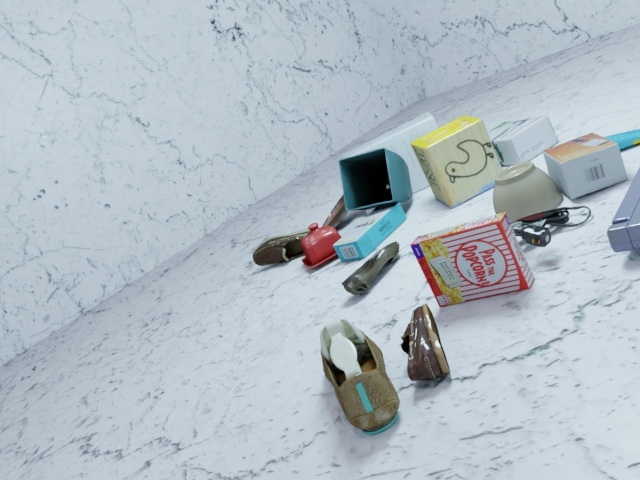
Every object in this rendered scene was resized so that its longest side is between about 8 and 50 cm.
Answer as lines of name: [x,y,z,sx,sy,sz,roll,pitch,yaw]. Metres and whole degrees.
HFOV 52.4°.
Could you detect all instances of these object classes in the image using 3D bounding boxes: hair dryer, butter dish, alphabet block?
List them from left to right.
butter dish: [0.000,0.000,2.014,0.159,0.118,0.160,-30,14,-6]
alphabet block: [0.405,-0.237,1.932,0.192,0.197,0.193,-28,14,0]
hair dryer: [0.413,-0.007,1.411,0.223,0.080,0.293,-19,10,-42]

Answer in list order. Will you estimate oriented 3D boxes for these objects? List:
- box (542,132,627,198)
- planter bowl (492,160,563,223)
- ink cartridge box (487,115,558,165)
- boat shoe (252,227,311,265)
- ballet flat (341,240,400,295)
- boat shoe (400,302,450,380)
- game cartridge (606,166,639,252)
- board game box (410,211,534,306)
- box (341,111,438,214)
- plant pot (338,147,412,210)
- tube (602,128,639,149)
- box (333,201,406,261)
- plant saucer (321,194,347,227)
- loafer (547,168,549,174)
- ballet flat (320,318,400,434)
box: [0.614,-0.178,1.523,0.130,0.091,0.170,-20,15,9]
planter bowl: [0.480,-0.121,1.555,0.162,0.109,0.162,-27,14,7]
ink cartridge box: [0.600,-0.307,2.031,0.160,0.093,0.219,-32,14,-16]
boat shoe: [-0.122,0.029,2.202,0.257,0.095,0.095,-23,20,17]
ballet flat: [0.138,0.072,1.648,0.084,0.058,0.250,-45,-6,40]
boat shoe: [0.175,0.175,1.141,0.073,0.073,0.207,-23,14,11]
game cartridge: [0.672,-0.097,1.161,0.230,0.068,0.355,-9,23,42]
board game box: [0.291,0.040,1.256,0.193,0.147,0.045,-18,16,36]
box: [0.272,-0.272,2.279,0.345,0.215,0.168,-25,14,10]
plant pot: [0.195,-0.187,2.082,0.165,0.166,0.234,-11,-4,30]
tube: [0.746,-0.248,1.647,0.206,0.052,0.080,-16,22,22]
box: [0.150,-0.027,1.943,0.100,0.060,0.244,-12,21,46]
plant saucer: [0.071,-0.106,2.307,0.199,0.036,0.198,-54,7,9]
loafer: [0.621,-0.205,1.733,0.045,0.039,0.125,-22,15,19]
ballet flat: [0.050,0.211,1.146,0.116,0.124,0.342,-27,14,1]
